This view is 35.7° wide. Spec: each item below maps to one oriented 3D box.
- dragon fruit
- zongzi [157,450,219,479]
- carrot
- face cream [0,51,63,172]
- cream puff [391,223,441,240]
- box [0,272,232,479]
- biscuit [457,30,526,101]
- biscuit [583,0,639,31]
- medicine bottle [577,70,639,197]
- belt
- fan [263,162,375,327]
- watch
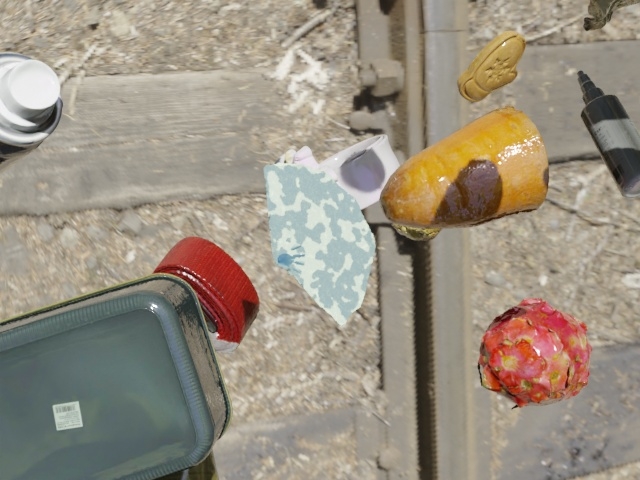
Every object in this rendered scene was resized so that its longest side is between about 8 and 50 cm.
[{"bbox_3d":[0.404,0.212,1.840,0.268,0.205,0.210,32,61,-58],"label":"dragon fruit"},{"bbox_3d":[-0.263,0.392,0.925,0.447,0.181,0.418,-13,83,-1],"label":"zongzi"},{"bbox_3d":[0.189,-0.089,1.416,0.225,0.159,0.159,-16,105,-11],"label":"carrot"},{"bbox_3d":[-0.276,-0.077,0.768,0.073,0.283,0.073,11,71,-36],"label":"face cream"},{"bbox_3d":[0.201,-0.058,1.975,0.104,0.133,0.119,15,103,19],"label":"cream puff"},{"bbox_3d":[-0.178,0.117,0.737,0.201,0.090,0.145,-16,93,2],"label":"box"},{"bbox_3d":[0.301,-0.293,1.695,0.118,0.023,0.140,11,124,-48],"label":"biscuit"},{"bbox_3d":[0.272,-0.245,0.872,0.061,0.183,0.118,17,100,17],"label":"biscuit"},{"bbox_3d":[0.387,-0.151,1.326,0.057,0.058,0.199,-7,58,-19],"label":"medicine bottle"},{"bbox_3d":[-0.195,0.090,1.724,0.128,0.124,0.201,-28,109,31],"label":"belt"},{"bbox_3d":[0.000,0.000,1.271,0.131,0.009,0.240,-26,108,-3],"label":"fan"},{"bbox_3d":[0.041,-0.144,2.102,0.231,0.244,0.196,-35,104,-25],"label":"watch"}]
